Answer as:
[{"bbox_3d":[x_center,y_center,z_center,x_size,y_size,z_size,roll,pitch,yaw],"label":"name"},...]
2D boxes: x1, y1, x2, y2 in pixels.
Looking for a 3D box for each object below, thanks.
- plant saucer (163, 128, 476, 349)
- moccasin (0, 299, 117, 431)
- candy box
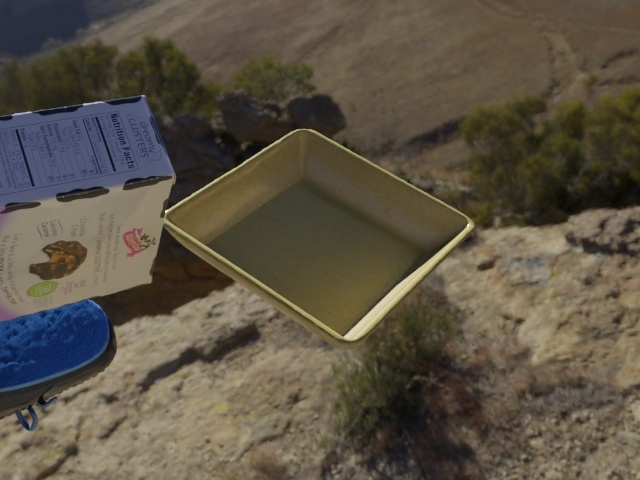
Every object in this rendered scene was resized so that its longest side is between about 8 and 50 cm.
[{"bbox_3d":[0.000,0.000,1.166,0.333,0.081,0.333,32,45,21],"label":"plant saucer"},{"bbox_3d":[-0.374,0.139,0.841,0.342,0.117,0.137,-11,51,0],"label":"moccasin"},{"bbox_3d":[-0.210,-0.010,0.555,0.196,0.070,0.165,-14,-24,-25],"label":"candy box"}]
